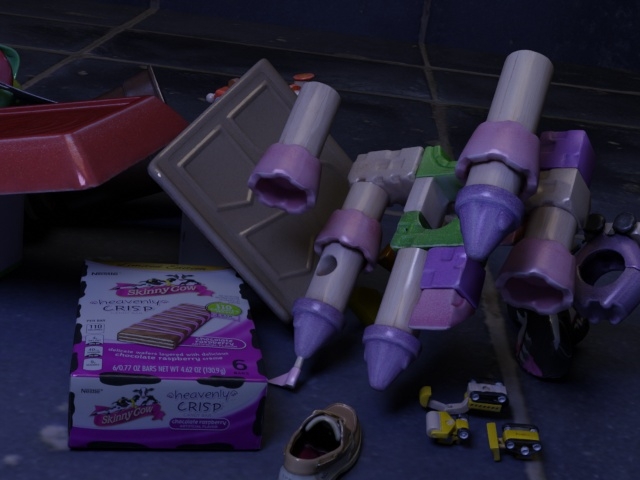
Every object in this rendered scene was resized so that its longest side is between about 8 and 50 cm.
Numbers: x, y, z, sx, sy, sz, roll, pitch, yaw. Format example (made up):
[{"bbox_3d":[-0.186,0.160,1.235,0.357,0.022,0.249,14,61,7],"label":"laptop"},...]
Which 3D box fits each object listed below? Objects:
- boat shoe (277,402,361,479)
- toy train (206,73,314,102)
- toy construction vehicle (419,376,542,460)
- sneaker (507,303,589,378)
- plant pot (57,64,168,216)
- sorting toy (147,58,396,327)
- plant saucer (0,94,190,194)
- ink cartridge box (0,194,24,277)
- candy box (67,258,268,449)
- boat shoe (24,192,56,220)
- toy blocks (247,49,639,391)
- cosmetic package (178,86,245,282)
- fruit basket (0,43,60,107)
[{"bbox_3d":[0.004,0.162,0.785,0.050,0.045,0.135,12,21,13],"label":"boat shoe"},{"bbox_3d":[-0.063,-0.191,1.242,0.125,0.046,0.166,17,22,17],"label":"toy train"},{"bbox_3d":[0.138,0.161,0.861,0.098,0.035,0.086,4,32,-3],"label":"toy construction vehicle"},{"bbox_3d":[0.254,0.088,1.035,0.077,0.072,0.178,18,27,-4],"label":"sneaker"},{"bbox_3d":[-0.260,-0.116,1.234,0.165,0.167,0.167,-22,25,-4],"label":"plant pot"},{"bbox_3d":[-0.021,-0.019,1.027,0.041,0.307,0.229,-27,19,47],"label":"sorting toy"},{"bbox_3d":[-0.288,-0.097,0.952,0.259,0.048,0.258,-2,18,14],"label":"plant saucer"},{"bbox_3d":[-0.477,-0.021,1.002,0.272,0.115,0.198,12,20,12],"label":"ink cartridge box"},{"bbox_3d":[-0.141,0.095,0.876,0.159,0.071,0.233,3,20,-13],"label":"candy box"},{"bbox_3d":[-0.390,-0.083,1.237,0.095,0.095,0.257,-19,17,-6],"label":"boat shoe"},{"bbox_3d":[0.112,0.032,0.891,0.288,0.309,0.260,-2,55,37],"label":"toy blocks"},{"bbox_3d":[-0.096,-0.079,1.226,0.113,0.160,0.309,9,22,0],"label":"cosmetic package"},{"bbox_3d":[-0.514,-0.212,1.322,0.327,0.166,0.353,17,3,-40],"label":"fruit basket"}]
